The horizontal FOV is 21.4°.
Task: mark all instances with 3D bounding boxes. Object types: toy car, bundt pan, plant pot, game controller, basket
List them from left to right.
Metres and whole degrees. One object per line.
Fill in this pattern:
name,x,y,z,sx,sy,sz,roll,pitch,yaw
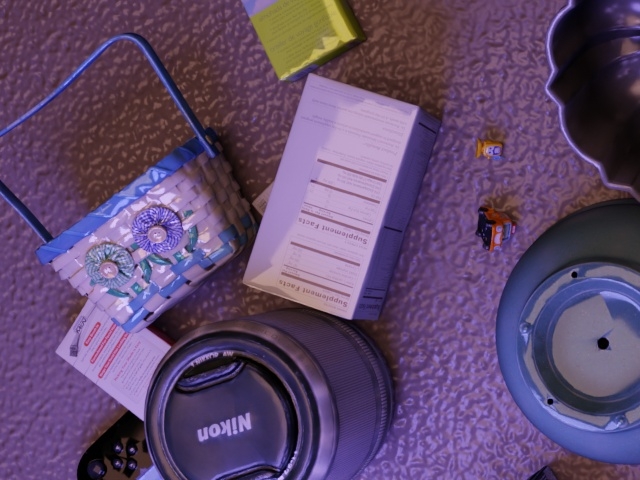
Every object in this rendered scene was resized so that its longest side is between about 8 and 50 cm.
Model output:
basket,-0.225,-0.063,1.962,0.254,0.201,0.289,-38,89,19
game controller,-0.149,0.342,2.024,0.166,0.067,0.319,-45,78,16
toy car,0.198,-0.051,1.885,0.040,0.060,0.122,-1,100,-11
plant pot,0.310,0.103,1.773,0.293,0.196,0.293,1,92,21
bundt pan,0.401,-0.187,1.716,0.330,0.124,0.331,14,128,19

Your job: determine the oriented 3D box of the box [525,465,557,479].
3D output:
box,0.184,0.386,1.850,0.247,0.163,0.142,-39,83,18

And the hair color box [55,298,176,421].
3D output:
hair color box,-0.227,0.142,2.028,0.167,0.053,0.093,34,93,28

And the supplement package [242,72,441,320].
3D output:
supplement package,0.026,-0.045,1.886,0.133,0.139,0.244,18,91,15

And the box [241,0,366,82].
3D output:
box,-0.035,-0.287,1.966,0.109,0.042,0.178,-28,82,19

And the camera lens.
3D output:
camera lens,-0.052,0.189,1.870,0.219,0.274,0.219,1,92,20

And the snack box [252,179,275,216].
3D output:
snack box,0.000,0.000,1.976,0.064,0.022,0.178,-44,77,14
